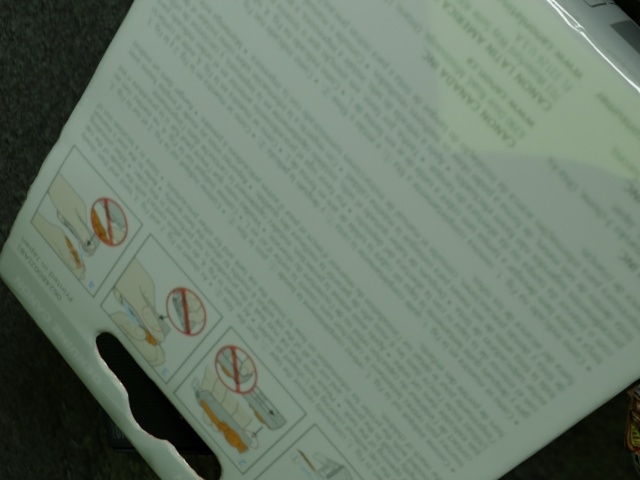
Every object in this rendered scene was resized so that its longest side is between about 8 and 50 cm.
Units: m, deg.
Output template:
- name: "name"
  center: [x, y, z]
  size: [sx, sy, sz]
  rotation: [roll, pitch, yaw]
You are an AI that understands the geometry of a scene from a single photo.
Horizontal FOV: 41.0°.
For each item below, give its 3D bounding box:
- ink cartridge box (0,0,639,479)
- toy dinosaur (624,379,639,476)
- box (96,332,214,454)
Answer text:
- name: "ink cartridge box"
  center: [0.000, 0.000, 0.478]
  size: [0.308, 0.091, 0.385]
  rotation: [48, 125, 10]
- name: "toy dinosaur"
  center: [0.267, 0.155, 0.316]
  size: [0.322, 0.164, 0.218]
  rotation: [36, 135, 6]
- name: "box"
  center: [-0.093, 0.029, 0.595]
  size: [0.183, 0.059, 0.233]
  rotation: [-10, 92, 37]
